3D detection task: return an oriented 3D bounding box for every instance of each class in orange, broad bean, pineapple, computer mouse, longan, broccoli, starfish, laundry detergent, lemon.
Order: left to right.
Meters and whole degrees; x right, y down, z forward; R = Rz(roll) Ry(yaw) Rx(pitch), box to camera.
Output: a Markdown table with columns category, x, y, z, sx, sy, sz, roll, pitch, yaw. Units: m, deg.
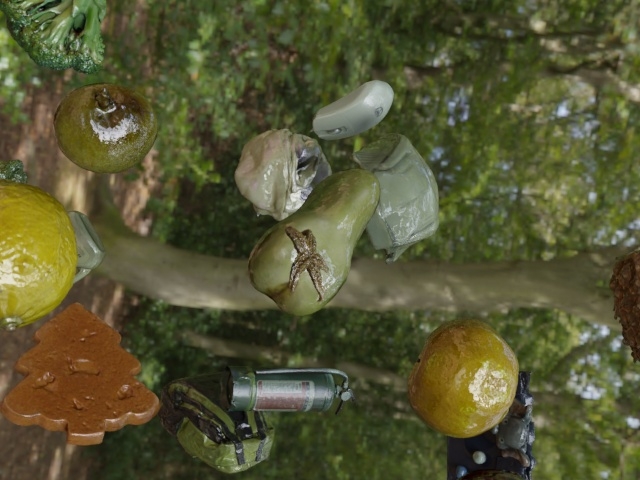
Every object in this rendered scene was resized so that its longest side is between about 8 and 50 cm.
| category | x | y | z | sx | sy | sz | roll | pitch | yaw |
| --- | --- | --- | --- | --- | --- | --- | --- | --- | --- |
| broccoli | -0.812 | -0.151 | 2.246 | 0.145 | 0.138 | 0.162 | -55 | -166 | -2 |
| lemon | -0.432 | 0.021 | 1.223 | 0.192 | 0.192 | 0.231 | 112 | -30 | -61 |
| laundry detergent | -0.699 | 0.044 | 2.312 | 0.181 | 0.253 | 0.091 | 58 | 3 | 3 |
| broccoli | -0.565 | -0.508 | 1.952 | 0.269 | 0.269 | 0.254 | 111 | -33 | -60 |
| longan | -0.334 | -0.182 | 1.388 | 0.155 | 0.145 | 0.176 | -38 | 172 | -30 |
| starfish | -0.015 | 0.025 | 0.980 | 0.078 | 0.028 | 0.091 | -21 | 87 | -58 |
| broad bean | 0.000 | 0.000 | 1.202 | 0.189 | 0.121 | 0.263 | -45 | -177 | 45 |
| computer mouse | 0.060 | -0.239 | 1.708 | 0.089 | 0.182 | 0.056 | 49 | 22 | -47 |
| computer mouse | 0.162 | -0.100 | 1.780 | 0.429 | 0.146 | 0.228 | -61 | 132 | -75 |
| orange | 0.327 | 0.316 | 2.026 | 0.279 | 0.235 | 0.279 | 26 | 90 | -89 |
| pineapple | 0.558 | 0.172 | 1.349 | 0.202 | 0.202 | 0.362 | 107 | -7 | -49 |

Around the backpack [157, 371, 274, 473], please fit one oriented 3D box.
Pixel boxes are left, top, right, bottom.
| category | x | y | z | sx | sy | sz | roll | pitch | yaw |
| --- | --- | --- | --- | --- | --- | --- | --- | --- | --- |
| backpack | -0.213 | 0.375 | 1.872 | 0.253 | 0.207 | 0.140 | 37 | -56 | 39 |

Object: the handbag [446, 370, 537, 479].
| category | x | y | z | sx | sy | sz | roll | pitch | yaw |
| --- | --- | --- | --- | --- | --- | --- | --- | --- | --- |
| handbag | 0.462 | 0.507 | 2.362 | 0.269 | 0.118 | 0.325 | -9 | -104 | 40 |

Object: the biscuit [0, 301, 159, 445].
| category | x | y | z | sx | sy | sz | roll | pitch | yaw |
| --- | --- | --- | --- | --- | --- | --- | --- | --- | --- |
| biscuit | -0.444 | 0.243 | 1.648 | 0.306 | 0.284 | 0.043 | -107 | -147 | -41 |

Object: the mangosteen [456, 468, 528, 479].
| category | x | y | z | sx | sy | sz | roll | pitch | yaw |
| --- | --- | --- | --- | --- | --- | --- | --- | --- | --- |
| mangosteen | 0.336 | 0.592 | 1.728 | 0.231 | 0.231 | 0.289 | 123 | -16 | -73 |

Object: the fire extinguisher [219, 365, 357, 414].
| category | x | y | z | sx | sy | sz | roll | pitch | yaw |
| --- | --- | --- | --- | --- | --- | --- | --- | --- | --- |
| fire extinguisher | -0.050 | 0.301 | 1.794 | 0.093 | 0.294 | 0.118 | -124 | -136 | -58 |

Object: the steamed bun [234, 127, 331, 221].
| category | x | y | z | sx | sy | sz | roll | pitch | yaw |
| --- | --- | --- | --- | --- | --- | --- | --- | --- | --- |
| steamed bun | -0.085 | -0.201 | 2.607 | 0.320 | 0.206 | 0.275 | -40 | 114 | -54 |
